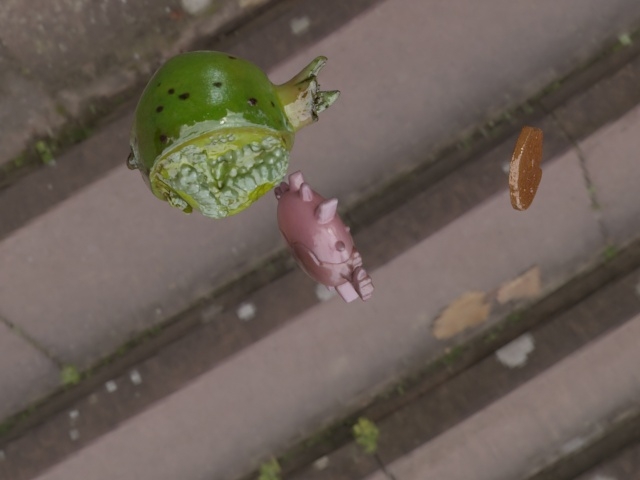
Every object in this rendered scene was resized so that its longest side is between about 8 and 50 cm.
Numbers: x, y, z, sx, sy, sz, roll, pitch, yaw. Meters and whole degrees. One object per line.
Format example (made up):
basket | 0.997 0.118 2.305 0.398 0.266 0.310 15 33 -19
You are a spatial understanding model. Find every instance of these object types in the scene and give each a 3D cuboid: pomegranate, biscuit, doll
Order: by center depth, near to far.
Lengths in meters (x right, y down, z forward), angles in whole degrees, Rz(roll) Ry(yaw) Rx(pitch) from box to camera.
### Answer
biscuit | 0.283 -0.101 1.855 0.102 0.019 0.130 -56 150 -37
pomegranate | -0.132 -0.174 2.013 0.341 0.260 0.260 -27 149 -5
doll | 0.000 0.000 2.109 0.093 0.262 0.211 -29 137 -19
